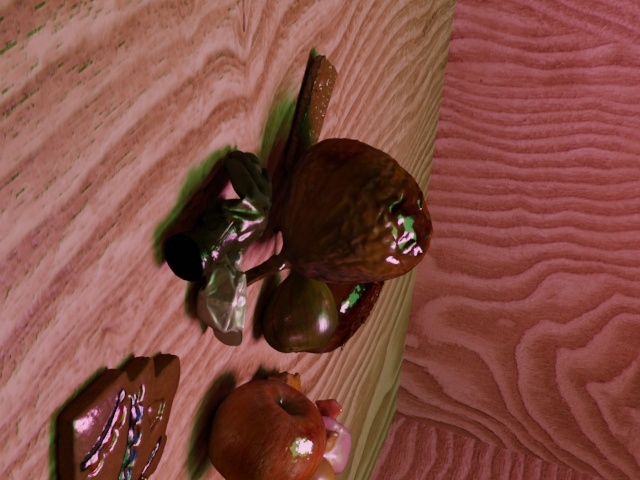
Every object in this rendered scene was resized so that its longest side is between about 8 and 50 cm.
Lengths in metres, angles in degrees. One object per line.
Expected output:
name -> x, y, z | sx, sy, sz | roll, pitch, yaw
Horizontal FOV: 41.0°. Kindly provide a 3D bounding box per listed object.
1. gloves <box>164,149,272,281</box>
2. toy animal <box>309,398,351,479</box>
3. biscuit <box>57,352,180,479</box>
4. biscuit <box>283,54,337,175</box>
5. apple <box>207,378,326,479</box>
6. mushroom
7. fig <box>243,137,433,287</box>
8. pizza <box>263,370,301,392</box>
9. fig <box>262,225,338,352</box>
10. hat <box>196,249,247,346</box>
gloves -> -0.131, -0.035, 1.246 | 0.135, 0.107, 0.268 | -47, -169, 42
toy animal -> -0.021, 0.548, 2.117 | 0.195, 0.169, 0.281 | -40, -167, 45
biscuit -> -0.266, 0.269, 1.127 | 0.301, 0.043, 0.278 | 60, 47, -70
biscuit -> -0.019, -0.229, 1.617 | 0.131, 0.025, 0.230 | 23, 83, -76
apple -> -0.097, 0.358, 1.536 | 0.188, 0.211, 0.211 | -56, 171, 17
mushroom -> 0.034, 0.119, 1.869 | 0.297, 0.163, 0.278 | -50, 150, -27
fig -> 0.000, 0.000, 1.518 | 0.369, 0.286, 0.286 | -36, 153, -13
pizza -> -0.097, 0.355, 1.804 | 0.365, 0.074, 0.182 | 55, 52, -71
fig -> -0.046, 0.089, 1.667 | 0.151, 0.151, 0.259 | -23, 108, -72
hat -> -0.160, 0.094, 1.343 | 0.166, 0.081, 0.122 | 109, -35, -54
